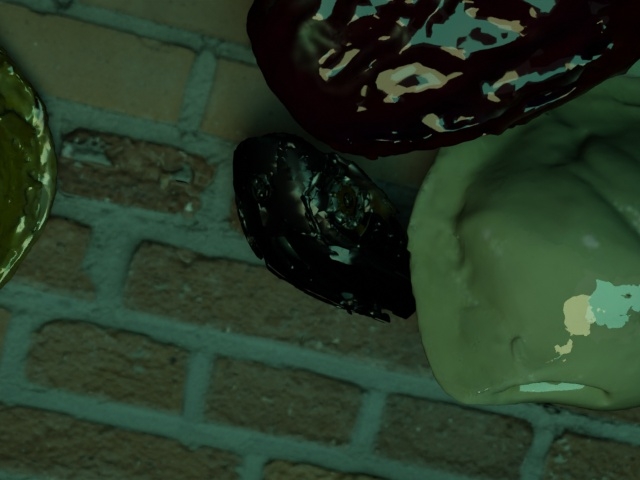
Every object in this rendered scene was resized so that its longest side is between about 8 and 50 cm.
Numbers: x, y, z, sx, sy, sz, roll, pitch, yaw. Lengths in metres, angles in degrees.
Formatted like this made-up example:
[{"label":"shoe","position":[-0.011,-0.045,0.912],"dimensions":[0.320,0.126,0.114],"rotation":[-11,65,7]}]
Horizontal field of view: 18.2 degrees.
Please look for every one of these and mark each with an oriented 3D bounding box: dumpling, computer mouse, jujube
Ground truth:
[{"label":"dumpling","position":[0.255,-0.017,1.714],"dimensions":[0.395,0.233,0.316],"rotation":[-14,76,-14]},{"label":"computer mouse","position":[0.000,0.000,1.723],"dimensions":[0.242,0.146,0.077],"rotation":[48,60,-32]},{"label":"jujube","position":[0.130,-0.218,1.627],"dimensions":[0.376,0.258,0.258],"rotation":[-28,108,20]}]

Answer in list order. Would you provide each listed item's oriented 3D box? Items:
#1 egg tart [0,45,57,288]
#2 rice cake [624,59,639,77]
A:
[{"label":"egg tart","position":[-0.363,-0.052,1.676],"dimensions":[0.294,0.116,0.295],"rotation":[-1,106,-5]},{"label":"rice cake","position":[0.287,-0.257,1.737],"dimensions":[0.127,0.043,0.237],"rotation":[7,104,-8]}]
